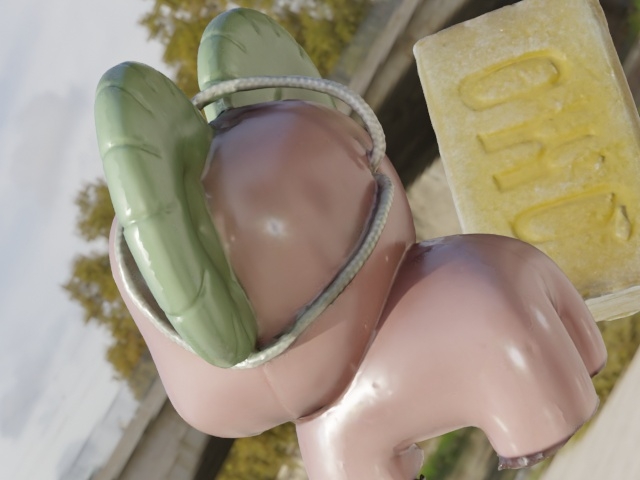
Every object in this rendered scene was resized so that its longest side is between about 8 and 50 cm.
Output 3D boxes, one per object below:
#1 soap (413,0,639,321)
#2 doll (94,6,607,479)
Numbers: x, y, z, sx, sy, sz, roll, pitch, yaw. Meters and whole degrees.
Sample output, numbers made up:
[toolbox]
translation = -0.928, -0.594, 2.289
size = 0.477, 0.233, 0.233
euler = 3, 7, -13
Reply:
[soap]
translation = 0.193, -0.064, 1.111
size = 0.089, 0.174, 0.274
euler = 45, -151, -64
[doll]
translation = 0.000, 0.000, 0.714
size = 0.216, 0.268, 0.284
euler = -24, 12, 22
